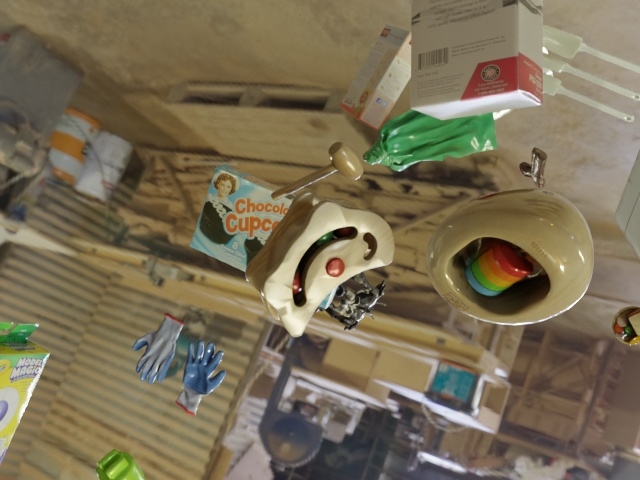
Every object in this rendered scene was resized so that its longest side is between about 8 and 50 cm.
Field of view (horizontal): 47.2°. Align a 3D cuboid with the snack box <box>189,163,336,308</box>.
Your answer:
[{"bbox_3d":[-0.095,-0.011,1.518,0.322,0.187,0.060,24,-163,9],"label":"snack box"}]

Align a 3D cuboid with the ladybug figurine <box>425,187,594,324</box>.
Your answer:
[{"bbox_3d":[0.392,0.028,1.526,0.305,0.162,0.449,40,150,-4],"label":"ladybug figurine"}]

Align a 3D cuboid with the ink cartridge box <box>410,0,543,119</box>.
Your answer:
[{"bbox_3d":[0.207,-0.283,0.974,0.158,0.218,0.092,-2,175,38],"label":"ink cartridge box"}]

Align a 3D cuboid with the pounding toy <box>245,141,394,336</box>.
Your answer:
[{"bbox_3d":[0.000,0.000,1.096,0.154,0.269,0.155,36,179,-30],"label":"pounding toy"}]

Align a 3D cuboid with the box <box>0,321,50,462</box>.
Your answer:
[{"bbox_3d":[-0.373,0.177,0.817,0.043,0.179,0.105,22,180,19],"label":"box"}]

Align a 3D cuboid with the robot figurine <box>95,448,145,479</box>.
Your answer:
[{"bbox_3d":[-0.352,0.421,1.302,0.101,0.067,0.115,27,146,35],"label":"robot figurine"}]

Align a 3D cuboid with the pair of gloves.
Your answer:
[{"bbox_3d":[-0.282,0.239,1.436,0.198,0.159,0.023,31,-166,14],"label":"pair of gloves"}]

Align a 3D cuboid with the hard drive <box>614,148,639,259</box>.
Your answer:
[{"bbox_3d":[0.447,0.013,0.805,0.047,0.353,0.233,-6,135,-7],"label":"hard drive"}]

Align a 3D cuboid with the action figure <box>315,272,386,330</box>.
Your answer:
[{"bbox_3d":[0.050,0.120,1.713,0.141,0.164,0.275,50,-165,29],"label":"action figure"}]

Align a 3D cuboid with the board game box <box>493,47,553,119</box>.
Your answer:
[{"bbox_3d":[0.497,-0.538,2.229,0.390,0.390,0.050,60,-178,-41],"label":"board game box"}]

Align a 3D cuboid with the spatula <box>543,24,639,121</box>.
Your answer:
[{"bbox_3d":[0.505,-0.312,1.388,0.242,0.019,0.168,25,151,8],"label":"spatula"}]

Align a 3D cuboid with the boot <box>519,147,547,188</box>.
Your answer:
[{"bbox_3d":[0.545,-0.203,1.875,0.106,0.037,0.114,56,171,41],"label":"boot"}]

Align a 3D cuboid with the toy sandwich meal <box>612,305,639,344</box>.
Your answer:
[{"bbox_3d":[0.615,0.167,1.432,0.085,0.086,0.029,21,-173,1],"label":"toy sandwich meal"}]

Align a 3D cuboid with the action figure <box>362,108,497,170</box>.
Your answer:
[{"bbox_3d":[0.166,-0.170,1.146,0.063,0.232,0.137,13,125,65],"label":"action figure"}]

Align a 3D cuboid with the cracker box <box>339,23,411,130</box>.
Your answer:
[{"bbox_3d":[0.150,-0.394,1.757,0.067,0.232,0.156,25,-166,-24],"label":"cracker box"}]
